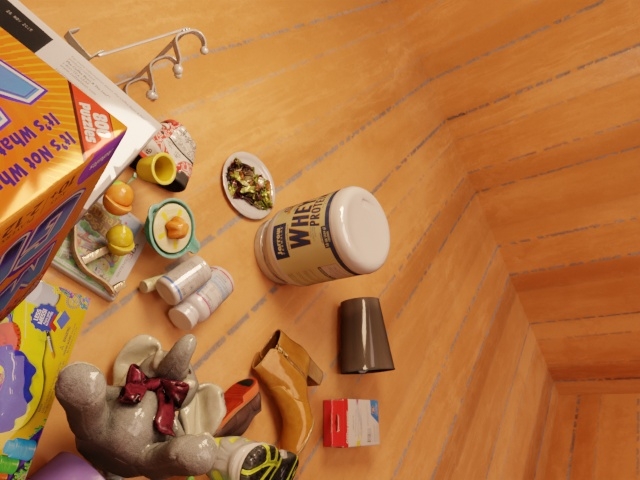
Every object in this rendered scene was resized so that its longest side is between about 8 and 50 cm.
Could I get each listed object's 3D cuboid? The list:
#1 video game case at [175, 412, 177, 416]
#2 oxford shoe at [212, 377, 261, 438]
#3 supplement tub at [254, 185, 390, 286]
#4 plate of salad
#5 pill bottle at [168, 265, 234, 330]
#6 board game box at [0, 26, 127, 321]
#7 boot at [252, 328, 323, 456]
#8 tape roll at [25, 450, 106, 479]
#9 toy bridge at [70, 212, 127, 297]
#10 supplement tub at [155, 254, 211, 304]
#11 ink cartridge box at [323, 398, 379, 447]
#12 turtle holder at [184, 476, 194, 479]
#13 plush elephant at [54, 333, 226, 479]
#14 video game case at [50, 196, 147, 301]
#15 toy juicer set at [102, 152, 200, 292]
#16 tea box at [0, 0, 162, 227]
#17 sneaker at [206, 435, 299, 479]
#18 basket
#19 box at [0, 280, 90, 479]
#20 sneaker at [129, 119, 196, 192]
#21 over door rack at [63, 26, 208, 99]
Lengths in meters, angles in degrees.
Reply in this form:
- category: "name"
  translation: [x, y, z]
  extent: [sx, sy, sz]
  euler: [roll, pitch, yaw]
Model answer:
- category: "video game case"
  translation: [-0.373, 0.377, 1.047]
  extent: [0.157, 0.019, 0.143]
  euler: [-26, 98, -51]
- category: "oxford shoe"
  translation: [-0.221, 0.431, 1.161]
  extent: [0.271, 0.097, 0.098]
  euler: [-33, 111, -50]
- category: "supplement tub"
  translation: [0.000, 0.000, 1.389]
  extent: [0.235, 0.325, 0.235]
  euler: [21, 62, -46]
- category: "plate of salad"
  translation: [-0.193, -0.159, 1.431]
  extent: [0.200, 0.048, 0.199]
  euler: [20, 64, -46]
- category: "pill bottle"
  translation: [-0.280, 0.137, 1.190]
  extent: [0.087, 0.087, 0.160]
  euler: [60, 41, -18]
- category: "board game box"
  translation: [-0.487, -0.034, 0.472]
  extent: [0.356, 0.356, 0.356]
  euler: [38, 37, -13]
- category: "boot"
  translation: [-0.105, 0.398, 1.321]
  extent: [0.211, 0.104, 0.295]
  euler: [45, 41, -25]
- category: "tape roll"
  translation: [-0.410, 0.453, 0.839]
  extent: [0.080, 0.189, 0.189]
  euler: [-40, 109, -49]
- category: "toy bridge"
  translation: [-0.459, 0.032, 1.016]
  extent: [0.063, 0.026, 0.188]
  euler: [-37, 107, -48]
- category: "supplement tub"
  translation: [-0.304, 0.088, 1.123]
  extent: [0.107, 0.071, 0.071]
  euler: [-40, 110, -41]
- category: "ink cartridge box"
  translation: [0.080, 0.543, 1.503]
  extent: [0.231, 0.078, 0.134]
  euler: [22, 61, -46]
- category: "turtle holder"
  translation: [-0.228, 0.632, 0.921]
  extent: [0.227, 0.243, 0.320]
  euler: [35, 68, -8]
- category: "plush elephant"
  translation: [-0.301, 0.287, 0.924]
  extent: [0.272, 0.330, 0.255]
  euler: [31, 43, -5]
- category: "video game case"
  translation: [-0.475, -0.008, 1.050]
  extent: [0.212, 0.023, 0.193]
  euler: [44, 47, -33]
- category: "toy juicer set"
  translation: [-0.350, -0.007, 1.096]
  extent: [0.209, 0.090, 0.329]
  euler: [-49, 133, -47]
- category: "tea box"
  translation: [-0.499, -0.161, 0.797]
  extent: [0.329, 0.323, 0.220]
  euler: [42, 48, -21]
- category: "sneaker"
  translation: [-0.153, 0.513, 1.135]
  extent: [0.384, 0.147, 0.145]
  euler: [77, 34, -51]
- category: "basket"
  translation: [0.139, 0.303, 1.607]
  extent: [0.204, 0.154, 0.226]
  euler: [17, 61, -48]
- category: "box"
  translation: [-0.560, 0.184, 0.758]
  extent: [0.279, 0.177, 0.290]
  euler: [33, 54, -39]
- category: "sneaker"
  translation: [-0.403, -0.240, 1.168]
  extent: [0.270, 0.090, 0.145]
  euler: [40, 49, -41]
- category: "over door rack"
  translation: [-0.415, -0.342, 1.068]
  extent: [0.324, 0.239, 0.108]
  euler: [-33, 99, -51]
